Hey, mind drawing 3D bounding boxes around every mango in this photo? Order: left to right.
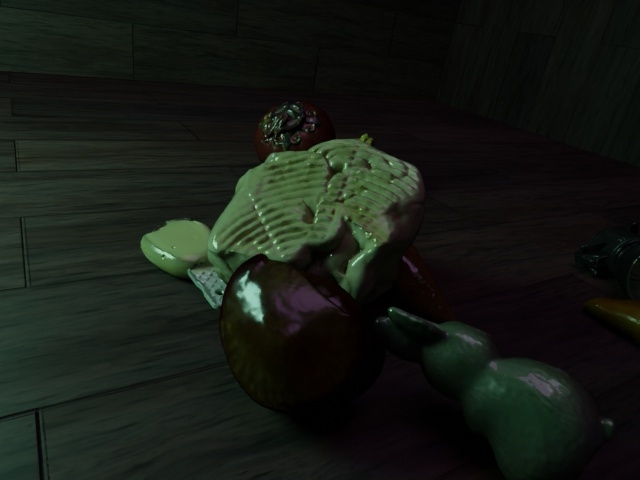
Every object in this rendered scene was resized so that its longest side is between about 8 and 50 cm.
[{"bbox_3d":[0.566,0.140,0.821,0.101,0.066,0.187,-15,26,-42],"label":"mango"}]

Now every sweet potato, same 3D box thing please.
[{"bbox_3d":[0.116,0.029,0.841,0.106,0.095,0.354,47,0,-42],"label":"sweet potato"}]

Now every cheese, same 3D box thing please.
[{"bbox_3d":[-0.206,0.037,0.765,0.127,0.050,0.255,-8,31,-33],"label":"cheese"}]

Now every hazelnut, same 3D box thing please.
[{"bbox_3d":[-0.031,0.103,0.545,0.160,0.170,0.202,-9,56,-37],"label":"hazelnut"}]

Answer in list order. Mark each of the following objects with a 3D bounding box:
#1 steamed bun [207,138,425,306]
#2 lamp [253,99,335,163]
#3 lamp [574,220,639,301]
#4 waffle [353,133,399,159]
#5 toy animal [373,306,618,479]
[{"bbox_3d":[-0.003,-0.001,0.730,0.276,0.203,0.289,30,65,25],"label":"steamed bun"},{"bbox_3d":[-0.072,-0.281,1.282,0.226,0.227,0.227,8,26,-4],"label":"lamp"},{"bbox_3d":[0.653,0.040,0.997,0.171,0.147,0.227,-13,16,6],"label":"lamp"},{"bbox_3d":[0.156,-0.234,1.344,0.149,0.051,0.194,-9,-36,44],"label":"waffle"},{"bbox_3d":[0.180,0.149,0.527,0.251,0.127,0.125,42,4,13],"label":"toy animal"}]
